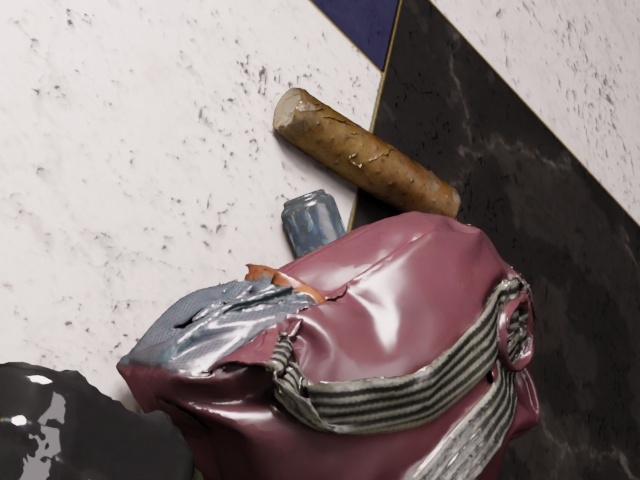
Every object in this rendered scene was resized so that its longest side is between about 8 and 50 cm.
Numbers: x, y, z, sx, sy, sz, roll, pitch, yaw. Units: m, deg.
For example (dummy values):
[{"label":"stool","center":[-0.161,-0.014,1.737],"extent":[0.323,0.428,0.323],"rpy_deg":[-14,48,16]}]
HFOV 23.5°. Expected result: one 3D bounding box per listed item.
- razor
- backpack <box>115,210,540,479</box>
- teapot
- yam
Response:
[{"label":"razor","center":[-0.175,0.241,0.923],"extent":[0.189,0.107,0.327],"rpy_deg":[36,48,-37]},{"label":"backpack","center":[0.044,0.125,1.140],"extent":[0.317,0.197,0.283],"rpy_deg":[-31,108,-28]},{"label":"teapot","center":[-0.004,0.001,1.320],"extent":[0.049,0.063,0.083],"rpy_deg":[-19,91,-22]},{"label":"yam","center":[0.049,-0.071,1.409],"extent":[0.241,0.057,0.057],"rpy_deg":[31,50,-39]}]
